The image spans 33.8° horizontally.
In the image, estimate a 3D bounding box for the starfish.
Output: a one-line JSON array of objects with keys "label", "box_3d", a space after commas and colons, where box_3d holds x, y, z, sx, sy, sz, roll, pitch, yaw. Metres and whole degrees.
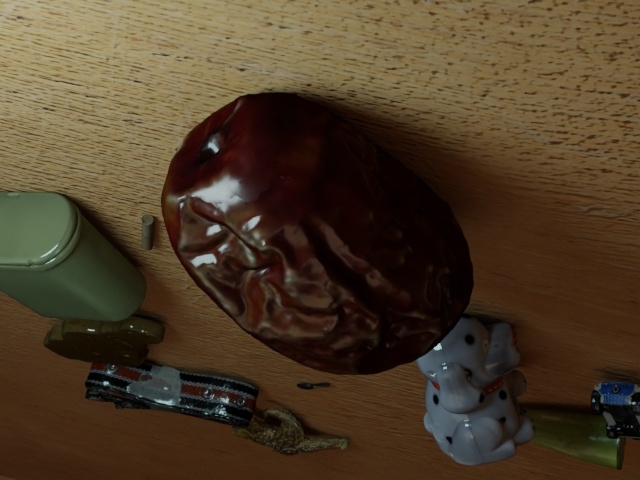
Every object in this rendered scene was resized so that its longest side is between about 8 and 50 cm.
[{"label": "starfish", "box_3d": [-0.101, 0.433, 2.327, 0.299, 0.060, 0.302, 20, 154, -17]}]

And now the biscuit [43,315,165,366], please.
[{"label": "biscuit", "box_3d": [-0.401, 0.188, 2.009, 0.183, 0.047, 0.320, 23, 154, -28]}]

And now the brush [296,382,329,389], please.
[{"label": "brush", "box_3d": [-0.014, 0.282, 2.042, 0.083, 0.008, 0.024, -10, 141, 40]}]

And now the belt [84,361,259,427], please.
[{"label": "belt", "box_3d": [-0.305, 0.306, 2.140, 0.359, 0.094, 0.126, 8, 152, 11]}]

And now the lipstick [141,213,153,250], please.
[{"label": "lipstick", "box_3d": [-0.260, -0.011, 1.583, 0.019, 0.019, 0.094, 16, 154, -2]}]

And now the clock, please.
[{"label": "clock", "box_3d": [0.225, 0.202, 1.623, 0.189, 0.189, 0.254, 2, 136, 24]}]

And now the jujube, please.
[{"label": "jujube", "box_3d": [0.000, 0.001, 1.231, 0.276, 0.276, 0.377, -16, 128, 46]}]

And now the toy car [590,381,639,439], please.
[{"label": "toy car", "box_3d": [0.495, 0.272, 1.697, 0.080, 0.070, 0.171, -2, 147, 30]}]

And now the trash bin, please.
[{"label": "trash bin", "box_3d": [-0.427, 0.033, 1.647, 0.243, 0.121, 0.247, 2, 153, 22]}]

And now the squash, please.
[{"label": "squash", "box_3d": [0.425, 0.330, 1.851, 0.224, 0.094, 0.094, 10, 154, 26]}]
